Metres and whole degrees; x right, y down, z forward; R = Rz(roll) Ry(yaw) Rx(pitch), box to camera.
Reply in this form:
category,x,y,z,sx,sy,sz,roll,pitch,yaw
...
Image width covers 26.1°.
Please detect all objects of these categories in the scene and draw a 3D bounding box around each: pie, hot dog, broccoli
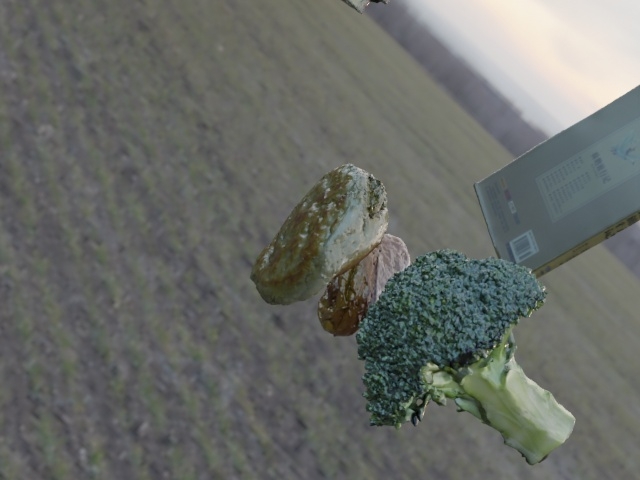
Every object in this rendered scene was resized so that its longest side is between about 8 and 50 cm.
category,x,y,z,sx,sy,sz,roll,pitch,yaw
pie,0.000,0.000,1.378,0.079,0.163,0.193,47,-2,-13
hot dog,0.074,0.073,2.326,0.099,0.160,0.227,42,31,7
broccoli,0.226,0.154,1.807,0.361,0.252,0.221,19,-2,-40

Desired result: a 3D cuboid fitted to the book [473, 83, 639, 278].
category,x,y,z,sx,sy,sz,roll,pitch,yaw
book,0.359,-0.082,1.829,0.021,0.310,0.217,46,21,-37

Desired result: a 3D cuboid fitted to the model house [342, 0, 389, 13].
category,x,y,z,sx,sy,sz,roll,pitch,yaw
model house,0.040,-0.302,1.611,0.083,0.057,0.058,41,4,41
